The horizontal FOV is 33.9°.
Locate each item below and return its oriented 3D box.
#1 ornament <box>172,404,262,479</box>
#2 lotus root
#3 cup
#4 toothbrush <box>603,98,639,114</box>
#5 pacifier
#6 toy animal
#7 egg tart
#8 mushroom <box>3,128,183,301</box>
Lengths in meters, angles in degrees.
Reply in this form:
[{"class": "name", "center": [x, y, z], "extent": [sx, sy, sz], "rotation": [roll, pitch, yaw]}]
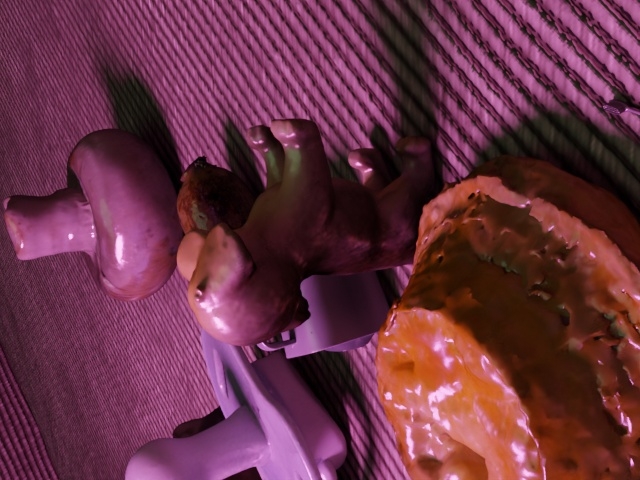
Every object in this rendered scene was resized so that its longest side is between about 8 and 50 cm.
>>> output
[{"class": "ornament", "center": [-0.104, 0.389, 1.441], "extent": [0.251, 0.106, 0.260], "rotation": [-124, 20, -44]}, {"class": "lotus root", "center": [-0.105, -0.009, 1.179], "extent": [0.080, 0.089, 0.179], "rotation": [-52, -62, -85]}, {"class": "cup", "center": [-0.011, 0.047, 0.986], "extent": [0.095, 0.128, 0.129], "rotation": [-27, 79, 66]}, {"class": "toothbrush", "center": [0.204, -0.068, 0.619], "extent": [0.097, 0.008, 0.006], "rotation": [34, 149, 51]}, {"class": "pacifier", "center": [-0.104, 0.240, 1.172], "extent": [0.299, 0.233, 0.244], "rotation": [50, 150, 40]}, {"class": "toy animal", "center": [-0.009, -0.013, 0.841], "extent": [0.121, 0.233, 0.169], "rotation": [-1, 97, 58]}, {"class": "egg tart", "center": [0.138, 0.109, 0.734], "extent": [0.341, 0.129, 0.341], "rotation": [39, 139, 46]}, {"class": "mushroom", "center": [-0.308, -0.025, 1.418], "extent": [0.243, 0.243, 0.244], "rotation": [42, 141, 46]}]
